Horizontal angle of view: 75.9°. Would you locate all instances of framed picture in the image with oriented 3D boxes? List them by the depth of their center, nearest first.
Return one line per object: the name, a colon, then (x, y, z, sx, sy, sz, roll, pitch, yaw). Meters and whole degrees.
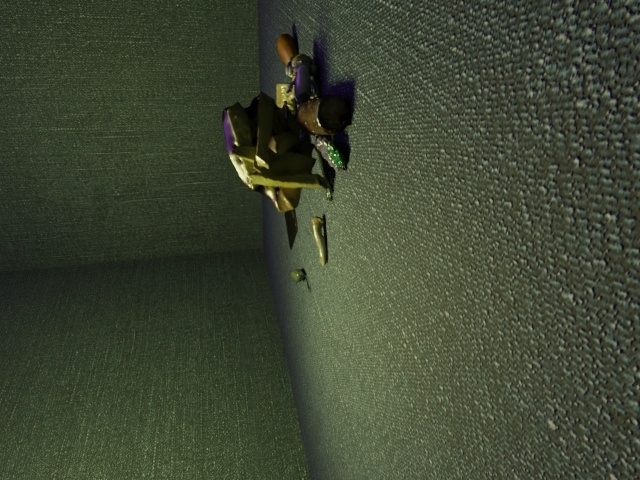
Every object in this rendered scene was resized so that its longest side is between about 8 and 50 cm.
framed picture: (-0.179, -0.118, 2.472, 0.339, 0.014, 0.256, 114, 148, -66)

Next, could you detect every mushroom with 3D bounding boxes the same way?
mushroom: (0.001, 0.001, 1.668, 0.059, 0.054, 0.202, -147, 48, -81)

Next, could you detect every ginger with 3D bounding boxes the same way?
ginger: (-0.133, -0.340, 1.471, 0.211, 0.358, 0.414, 1, 128, 52)

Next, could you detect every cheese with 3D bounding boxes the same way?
cheese: (-0.170, -0.684, 2.021, 0.123, 0.093, 0.167, -122, 30, -67)

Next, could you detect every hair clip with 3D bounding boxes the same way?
hair clip: (0.042, -0.288, 1.346, 0.124, 0.052, 0.195, 54, 178, -28)

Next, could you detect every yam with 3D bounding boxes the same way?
yam: (0.004, -0.400, 1.326, 0.279, 0.130, 0.131, -138, 44, -67)

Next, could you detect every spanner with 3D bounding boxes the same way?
spanner: (0.011, -0.281, 1.569, 0.071, 0.017, 0.302, 105, 157, -57)

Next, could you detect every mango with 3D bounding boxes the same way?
mango: (-0.149, -0.864, 1.885, 0.102, 0.084, 0.184, 121, 136, -70)

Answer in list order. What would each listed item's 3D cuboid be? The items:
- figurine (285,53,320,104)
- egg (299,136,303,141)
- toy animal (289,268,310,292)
figurine: (-0.074, -0.608, 1.574, 0.208, 0.128, 0.184, 132, 133, -79)
egg: (-0.158, -0.356, 1.841, 0.218, 0.218, 0.296, 170, 81, -77)
toy animal: (-0.101, 0.198, 2.175, 0.079, 0.070, 0.253, 53, 165, -22)
